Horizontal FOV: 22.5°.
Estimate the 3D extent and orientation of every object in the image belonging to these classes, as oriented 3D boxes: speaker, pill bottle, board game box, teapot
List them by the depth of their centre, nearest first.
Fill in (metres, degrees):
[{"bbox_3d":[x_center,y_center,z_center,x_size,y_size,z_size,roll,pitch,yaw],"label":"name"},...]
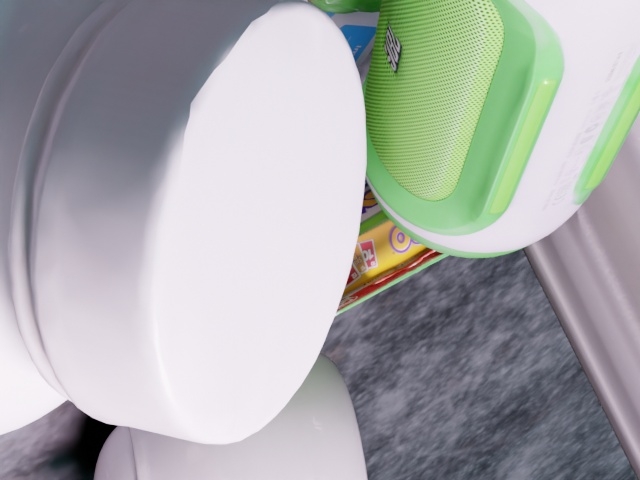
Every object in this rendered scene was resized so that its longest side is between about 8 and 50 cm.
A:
[{"bbox_3d":[-0.154,-0.035,0.522,0.176,0.318,0.176,-39,134,-54],"label":"pill bottle"},{"bbox_3d":[0.085,-0.096,0.688,0.131,0.131,0.296,-30,162,-15],"label":"speaker"},{"bbox_3d":[0.000,0.000,0.920,0.124,0.259,0.039,-28,104,-18],"label":"board game box"},{"bbox_3d":[-0.077,0.194,1.096,0.187,0.256,0.252,-4,161,-12],"label":"teapot"}]

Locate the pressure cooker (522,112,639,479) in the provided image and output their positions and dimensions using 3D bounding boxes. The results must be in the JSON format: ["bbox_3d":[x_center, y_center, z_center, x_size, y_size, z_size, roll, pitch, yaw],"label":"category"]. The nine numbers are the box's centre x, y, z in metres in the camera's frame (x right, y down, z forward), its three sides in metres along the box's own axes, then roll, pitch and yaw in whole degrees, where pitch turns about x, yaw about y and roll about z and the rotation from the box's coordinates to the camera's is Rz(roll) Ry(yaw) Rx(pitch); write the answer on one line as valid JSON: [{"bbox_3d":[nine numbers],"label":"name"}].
[{"bbox_3d":[0.294,-0.062,0.966,0.375,0.420,0.370,-28,178,25],"label":"pressure cooker"}]

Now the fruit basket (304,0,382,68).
[{"bbox_3d":[-0.005,-0.166,0.718,0.353,0.165,0.327,-2,132,-53],"label":"fruit basket"}]
